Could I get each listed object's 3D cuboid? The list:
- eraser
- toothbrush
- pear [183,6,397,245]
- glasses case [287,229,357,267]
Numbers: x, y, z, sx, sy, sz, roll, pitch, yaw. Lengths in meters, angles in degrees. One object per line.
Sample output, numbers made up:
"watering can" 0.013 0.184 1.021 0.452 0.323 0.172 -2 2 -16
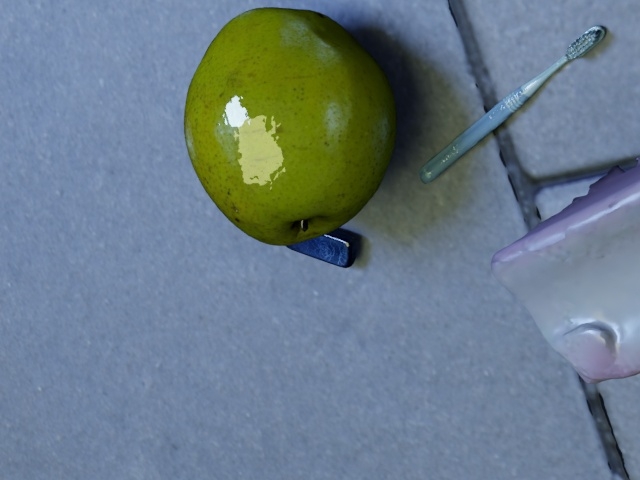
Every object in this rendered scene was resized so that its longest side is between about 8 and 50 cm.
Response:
"eraser" 0.322 -0.049 0.894 0.359 0.272 0.122 -33 89 40
"toothbrush" 0.153 -0.109 1.158 0.016 0.019 0.219 50 131 0
"pear" -0.024 -0.097 1.195 0.198 0.198 0.198 16 119 30
"glasses case" 0.000 0.000 1.318 0.083 0.023 0.033 19 129 31
